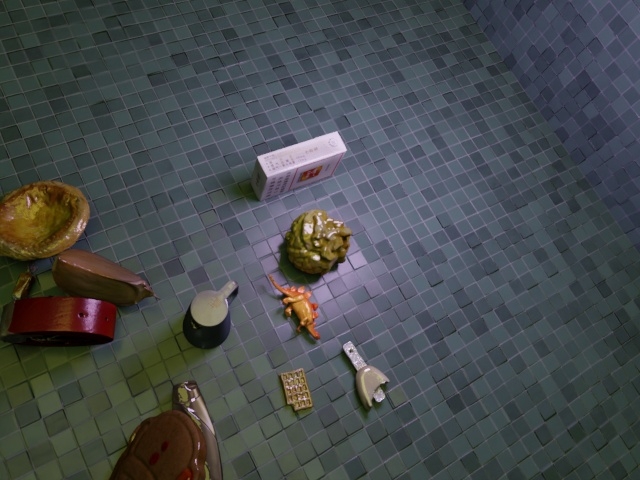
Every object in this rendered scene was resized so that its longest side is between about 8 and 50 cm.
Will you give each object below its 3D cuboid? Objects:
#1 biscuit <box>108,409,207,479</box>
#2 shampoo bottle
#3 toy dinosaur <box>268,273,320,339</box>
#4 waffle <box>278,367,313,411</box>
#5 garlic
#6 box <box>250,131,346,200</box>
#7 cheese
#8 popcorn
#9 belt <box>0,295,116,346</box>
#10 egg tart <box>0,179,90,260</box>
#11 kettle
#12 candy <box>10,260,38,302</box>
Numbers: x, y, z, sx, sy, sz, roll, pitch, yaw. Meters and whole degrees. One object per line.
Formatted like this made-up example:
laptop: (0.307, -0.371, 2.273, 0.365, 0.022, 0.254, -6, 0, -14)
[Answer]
biscuit: (-0.473, 0.669, 1.461, 0.381, 0.359, 0.074, -51, 129, -15)
shampoo bottle: (-0.382, 0.609, 1.605, 0.126, 0.084, 0.350, -12, 71, -12)
toy dinosaur: (-0.074, 0.221, 1.851, 0.117, 0.070, 0.288, -30, 82, -34)
waffle: (-0.081, 0.503, 1.760, 0.092, 0.021, 0.135, -9, 70, -19)
garlic: (-0.674, 0.140, 1.664, 0.339, 0.196, 0.151, 25, 78, -12)
box: (-0.085, -0.276, 1.967, 0.330, 0.210, 0.095, -21, 76, -20)
cheese: (0.149, 0.458, 1.820, 0.127, 0.049, 0.235, -30, 77, -20)
popcorn: (0.000, 0.000, 1.885, 0.259, 0.212, 0.259, 2, 72, -7)
belt: (-0.786, 0.244, 1.568, 0.324, 0.227, 0.115, 2, 66, -15)
egg tart: (-0.906, -0.050, 1.705, 0.319, 0.128, 0.318, 3, 59, -6)
kettle: (-0.338, 0.228, 1.682, 0.160, 0.243, 0.210, 45, 64, 6)
candy: (-0.940, 0.143, 1.666, 0.047, 0.053, 0.182, 12, 64, -11)
